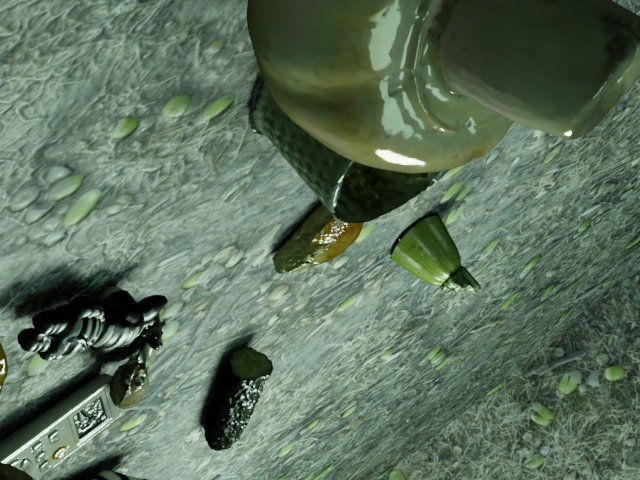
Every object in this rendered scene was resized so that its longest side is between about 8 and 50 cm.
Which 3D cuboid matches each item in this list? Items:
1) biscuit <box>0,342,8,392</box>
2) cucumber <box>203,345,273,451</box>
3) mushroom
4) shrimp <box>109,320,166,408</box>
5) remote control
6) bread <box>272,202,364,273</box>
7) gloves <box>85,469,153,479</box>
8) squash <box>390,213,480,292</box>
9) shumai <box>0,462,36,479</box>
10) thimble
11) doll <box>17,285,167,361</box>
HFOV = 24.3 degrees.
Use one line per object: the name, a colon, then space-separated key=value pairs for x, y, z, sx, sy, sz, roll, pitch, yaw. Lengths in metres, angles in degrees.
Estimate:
biscuit: x=-0.455 y=0.183 z=1.537 sx=0.274 sy=0.091 sz=0.213 roll=-32 pitch=157 yaw=-23
cucumber: x=-0.136 y=0.261 z=2.316 sx=0.072 sy=0.072 sz=0.300 roll=-28 pitch=157 yaw=-30
mushroom: x=0.120 y=-0.212 z=1.352 sx=0.353 sy=0.353 sz=0.325 roll=-31 pitch=168 yaw=-23
shrimp: x=-0.225 y=0.151 z=1.878 sx=0.126 sy=0.047 sz=0.223 roll=-63 pitch=-177 yaw=-14
remote control: x=-0.397 y=0.279 z=1.925 sx=0.313 sy=0.055 sz=0.109 roll=-36 pitch=154 yaw=-22
bread: x=0.018 y=-0.008 z=2.031 sx=0.154 sy=0.054 sz=0.136 roll=-43 pitch=163 yaw=19
gloves: x=-0.351 y=0.416 z=2.234 sx=0.218 sy=0.131 sz=0.140 roll=4 pitch=145 yaw=-19
squash: x=0.187 y=0.040 z=2.317 sx=0.105 sy=0.132 sz=0.105 roll=-36 pitch=162 yaw=-14
shumai: x=-0.439 y=0.314 z=1.710 sx=0.218 sy=0.185 sz=0.184 roll=-39 pitch=161 yaw=-1
thimble: x=0.069 y=-0.155 z=1.643 sx=0.270 sy=0.150 sz=0.271 roll=-34 pitch=160 yaw=-14
doll: x=-0.266 y=0.096 z=1.725 sx=0.091 sy=0.067 sz=0.219 roll=-50 pitch=157 yaw=20
